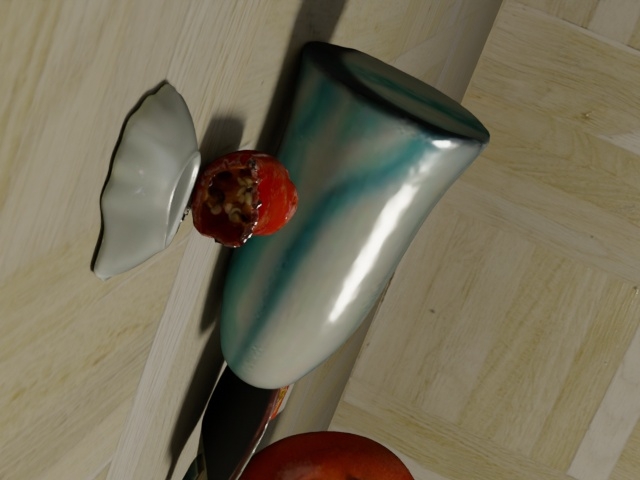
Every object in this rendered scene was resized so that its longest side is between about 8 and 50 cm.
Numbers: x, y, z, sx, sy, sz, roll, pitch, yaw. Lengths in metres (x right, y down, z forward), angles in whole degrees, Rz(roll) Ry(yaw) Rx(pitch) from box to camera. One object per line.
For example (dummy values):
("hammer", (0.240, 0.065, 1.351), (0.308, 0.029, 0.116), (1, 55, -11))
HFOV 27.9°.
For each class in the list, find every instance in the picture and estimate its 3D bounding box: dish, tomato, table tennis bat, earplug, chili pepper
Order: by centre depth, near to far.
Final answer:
("dish", (-0.104, -0.029, 0.821), (0.091, 0.039, 0.137), (-50, 160, -65))
("chili pepper", (-0.060, -0.034, 1.012), (0.070, 0.073, 0.123), (-25, 178, 13))
("earplug", (0.000, 0.000, 1.193), (0.324, 0.185, 0.185), (-62, 174, 19))
("table tennis bat", (-0.110, 0.217, 1.365), (0.301, 0.022, 0.173), (-61, -159, 21))
("tomato", (0.001, 0.436, 1.881), (0.321, 0.321, 0.321), (24, 90, -82))

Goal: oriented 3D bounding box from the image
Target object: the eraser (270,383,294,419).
("eraser", (-0.057, 0.166, 1.711), (0.230, 0.038, 0.157), (-1, 114, -80))
